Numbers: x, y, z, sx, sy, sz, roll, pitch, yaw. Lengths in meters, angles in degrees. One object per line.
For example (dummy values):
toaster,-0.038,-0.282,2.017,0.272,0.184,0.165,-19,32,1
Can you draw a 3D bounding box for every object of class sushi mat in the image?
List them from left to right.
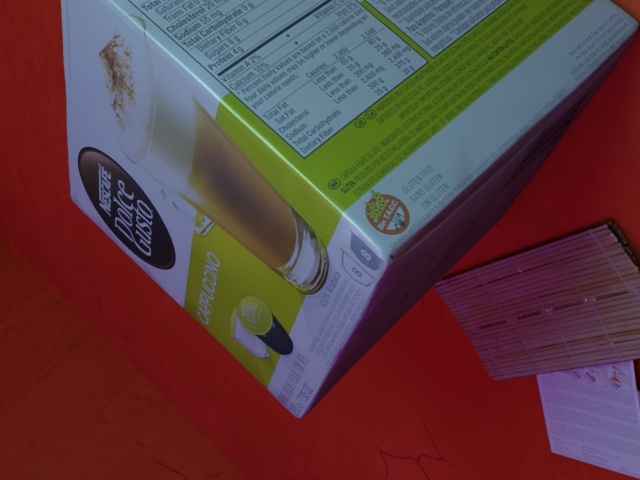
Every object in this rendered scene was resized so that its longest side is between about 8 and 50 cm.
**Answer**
sushi mat,0.255,0.080,1.028,0.151,0.019,0.316,60,150,-2

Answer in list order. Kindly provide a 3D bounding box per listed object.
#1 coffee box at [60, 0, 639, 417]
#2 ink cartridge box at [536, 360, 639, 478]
coffee box,0.002,-0.110,0.830,0.334,0.338,0.337,42,150,12
ink cartridge box,0.324,0.180,1.072,0.145,0.045,0.179,6,112,52
